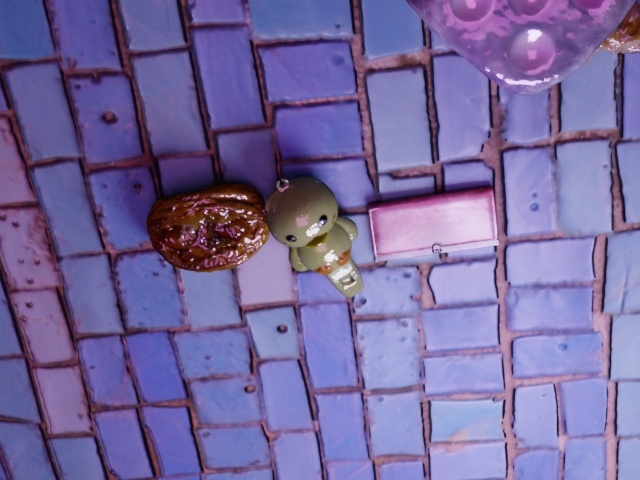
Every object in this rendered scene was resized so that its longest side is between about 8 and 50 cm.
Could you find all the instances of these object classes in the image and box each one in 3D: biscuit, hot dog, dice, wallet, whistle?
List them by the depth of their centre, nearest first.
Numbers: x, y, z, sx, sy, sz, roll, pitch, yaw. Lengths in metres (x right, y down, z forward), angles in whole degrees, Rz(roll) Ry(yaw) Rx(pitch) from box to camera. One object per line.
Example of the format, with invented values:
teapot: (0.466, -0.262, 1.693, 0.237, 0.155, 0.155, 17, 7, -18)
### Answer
dice: (0.298, -0.403, 1.492, 0.271, 0.270, 0.270, 36, 113, -16)
biscuit: (0.462, -0.345, 1.636, 0.183, 0.061, 0.118, -9, 114, 6)
whistle: (0.001, 0.003, 1.777, 0.141, 0.141, 0.294, -28, 114, 14)
hot dog: (-0.206, -0.026, 1.788, 0.226, 0.099, 0.161, -14, 115, 11)
wallet: (0.207, -0.030, 1.816, 0.232, 0.025, 0.119, -8, 115, 4)
